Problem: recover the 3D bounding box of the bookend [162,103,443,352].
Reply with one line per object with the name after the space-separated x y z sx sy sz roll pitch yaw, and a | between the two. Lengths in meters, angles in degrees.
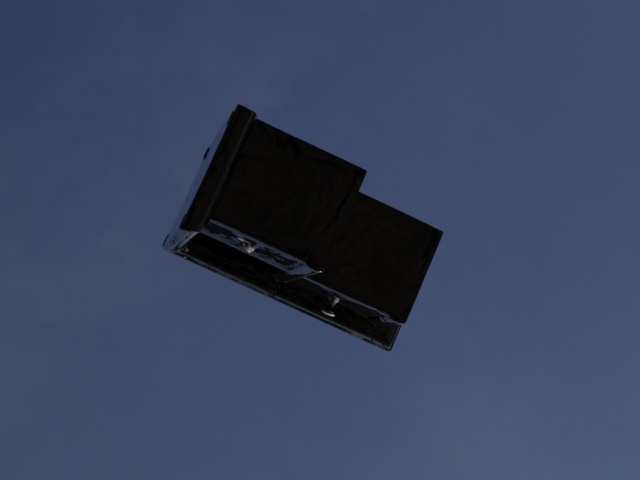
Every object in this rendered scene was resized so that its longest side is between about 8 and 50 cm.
0.000 0.000 0.744 0.157 0.156 0.072 25 -98 -8 | bookend
